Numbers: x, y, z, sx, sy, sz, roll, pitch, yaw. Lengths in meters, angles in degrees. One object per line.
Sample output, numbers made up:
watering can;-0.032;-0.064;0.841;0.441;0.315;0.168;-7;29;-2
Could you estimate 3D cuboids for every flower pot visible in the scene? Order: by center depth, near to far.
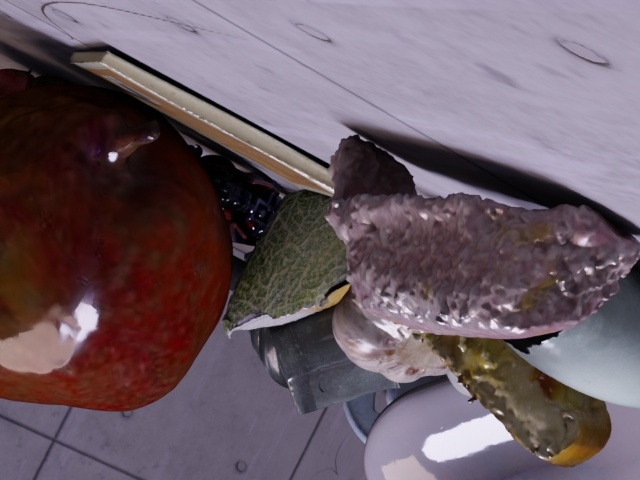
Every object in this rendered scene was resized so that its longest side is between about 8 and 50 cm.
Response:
flower pot;0.000;0.080;1.892;0.229;0.108;0.103;-111;2;-61

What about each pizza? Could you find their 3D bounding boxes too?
pizza;0.145;0.068;1.477;0.223;0.089;0.323;42;-170;-1

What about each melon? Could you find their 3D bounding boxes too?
melon;-0.009;0.016;1.793;0.093;0.202;0.139;58;-171;-63

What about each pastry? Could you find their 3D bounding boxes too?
pastry;0.087;0.011;1.201;0.102;0.112;0.265;16;-177;-31

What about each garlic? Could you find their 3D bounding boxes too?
garlic;0.091;0.061;1.704;0.147;0.159;0.102;64;-170;-46

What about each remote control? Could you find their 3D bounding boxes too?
remote control;0.206;0.219;2.022;0.221;0.332;0.103;59;-161;-28

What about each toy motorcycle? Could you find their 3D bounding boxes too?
toy motorcycle;-0.100;-0.040;1.962;0.122;0.082;0.213;26;178;24

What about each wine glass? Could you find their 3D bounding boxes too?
wine glass;0.205;0.074;1.385;0.309;0.096;0.264;30;177;-34

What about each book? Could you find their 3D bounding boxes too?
book;-0.093;-0.100;1.610;0.241;0.018;0.170;28;177;-17

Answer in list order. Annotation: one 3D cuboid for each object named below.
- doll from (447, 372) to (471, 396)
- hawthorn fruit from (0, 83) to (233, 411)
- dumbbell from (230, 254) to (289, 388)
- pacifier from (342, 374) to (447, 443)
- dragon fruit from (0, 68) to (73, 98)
doll;0.133;0.085;1.892;0.180;0.107;0.110;27;148;-28
hawthorn fruit;-0.233;0.005;1.752;0.308;0.308;0.325;25;165;24
dumbbell;-0.105;0.039;2.278;0.406;0.179;0.179;27;177;35
pacifier;0.172;0.142;2.151;0.287;0.238;0.226;10;141;5
dragon fruit;-0.304;-0.048;2.010;0.250;0.269;0.291;9;168;45
